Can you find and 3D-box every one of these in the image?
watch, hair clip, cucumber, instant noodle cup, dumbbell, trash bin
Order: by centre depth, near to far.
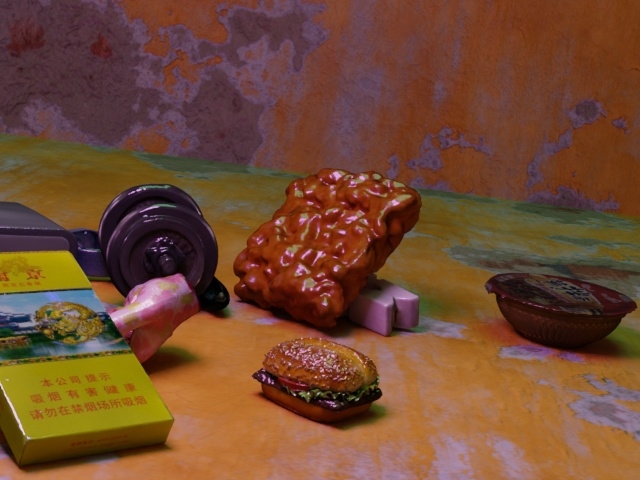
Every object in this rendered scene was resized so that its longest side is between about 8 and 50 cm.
[{"bbox_3d":[-0.537,0.020,1.730,0.222,0.158,0.343,2,12,-25],"label":"trash bin"},{"bbox_3d":[-0.280,0.008,1.858,0.192,0.192,0.290,4,14,-18],"label":"dumbbell"},{"bbox_3d":[-0.204,0.081,1.922,0.056,0.056,0.284,4,9,-16],"label":"cucumber"},{"bbox_3d":[0.430,0.135,1.954,0.273,0.091,0.274,7,11,-1],"label":"instant noodle cup"},{"bbox_3d":[0.039,0.084,1.963,0.101,0.085,0.330,-12,21,-37],"label":"hair clip"},{"bbox_3d":[-0.420,0.026,2.018,0.192,0.068,0.206,13,10,28],"label":"watch"}]

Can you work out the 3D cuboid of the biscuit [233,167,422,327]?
[{"bbox_3d":[0.000,0.000,1.917,0.318,0.110,0.312,14,56,45],"label":"biscuit"}]

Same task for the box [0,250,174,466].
[{"bbox_3d":[-0.332,0.128,1.307,0.187,0.047,0.335,-2,37,-38],"label":"box"}]

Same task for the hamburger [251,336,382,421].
[{"bbox_3d":[-0.001,0.179,1.460,0.165,0.087,0.137,15,13,36],"label":"hamburger"}]

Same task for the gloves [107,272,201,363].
[{"bbox_3d":[-0.285,0.125,1.500,0.241,0.126,0.145,-34,39,-29],"label":"gloves"}]
